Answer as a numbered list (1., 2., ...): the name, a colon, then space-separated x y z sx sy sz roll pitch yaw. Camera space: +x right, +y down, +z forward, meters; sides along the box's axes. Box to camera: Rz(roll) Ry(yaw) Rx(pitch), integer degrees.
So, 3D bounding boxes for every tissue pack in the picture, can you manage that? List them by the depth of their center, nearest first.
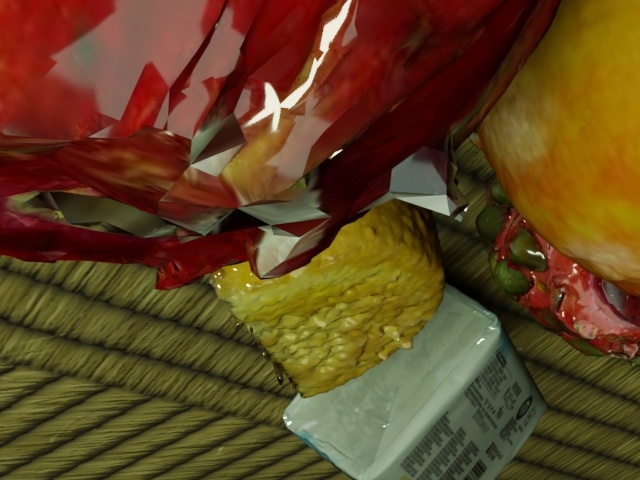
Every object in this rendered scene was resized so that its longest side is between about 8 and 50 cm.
1. tissue pack: 0.065 0.120 1.261 0.159 0.145 0.229 -50 154 -5

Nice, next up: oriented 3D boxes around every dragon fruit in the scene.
1. dragon fruit: -0.061 -0.139 0.487 0.296 0.301 0.295 3 165 1
2. dragon fruit: 0.186 -0.006 1.034 0.166 0.172 0.160 -2 112 -13

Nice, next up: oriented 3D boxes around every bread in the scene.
1. bread: 0.000 0.000 0.940 0.139 0.143 0.229 -18 157 5

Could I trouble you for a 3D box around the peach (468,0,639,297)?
1. peach: 0.225 -0.126 0.646 0.373 0.290 0.372 -15 163 -5
